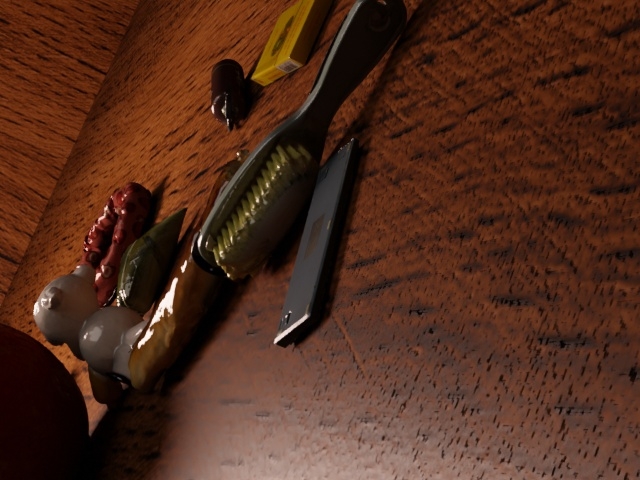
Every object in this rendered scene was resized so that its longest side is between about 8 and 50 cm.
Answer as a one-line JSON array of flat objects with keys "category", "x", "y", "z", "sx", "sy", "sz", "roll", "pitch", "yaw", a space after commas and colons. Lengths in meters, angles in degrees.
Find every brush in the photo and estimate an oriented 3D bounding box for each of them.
[{"category": "brush", "x": -0.013, "y": -0.075, "z": 1.134, "sx": 0.296, "sy": 0.068, "sz": 0.060, "roll": -57, "pitch": 33, "yaw": 18}]

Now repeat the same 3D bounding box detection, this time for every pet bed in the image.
[{"category": "pet bed", "x": -0.296, "y": 0.008, "z": 1.929, "sx": 0.201, "sy": 0.053, "sz": 0.201, "roll": -49, "pitch": 25, "yaw": 34}]

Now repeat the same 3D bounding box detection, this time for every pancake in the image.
[{"category": "pancake", "x": -0.117, "y": -0.002, "z": 1.353, "sx": 0.266, "sy": 0.057, "sz": 0.244, "roll": -54, "pitch": 18, "yaw": 36}]

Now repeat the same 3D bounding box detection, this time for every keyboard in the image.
[{"category": "keyboard", "x": -0.001, "y": -0.001, "z": 1.050, "sx": 0.055, "sy": 0.014, "sz": 0.176, "roll": -45, "pitch": 25, "yaw": 49}]

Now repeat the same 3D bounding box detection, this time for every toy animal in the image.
[{"category": "toy animal", "x": -0.235, "y": 0.117, "z": 1.473, "sx": 0.131, "sy": 0.182, "sz": 0.127, "roll": -61, "pitch": -26, "yaw": 1}]

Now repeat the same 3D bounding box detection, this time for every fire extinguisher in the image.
[{"category": "fire extinguisher", "x": -0.110, "y": -0.173, "z": 1.624, "sx": 0.158, "sy": 0.043, "sz": 0.064, "roll": -98, "pitch": 7, "yaw": -64}]

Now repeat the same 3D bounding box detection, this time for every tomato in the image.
[{"category": "tomato", "x": -0.355, "y": 0.187, "z": 1.504, "sx": 0.170, "sy": 0.309, "sz": 0.309, "roll": -32, "pitch": 11, "yaw": -12}]

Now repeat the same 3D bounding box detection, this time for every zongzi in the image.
[{"category": "zongzi", "x": -0.192, "y": 0.026, "z": 1.586, "sx": 0.113, "sy": 0.052, "sz": 0.104, "roll": -41, "pitch": 33, "yaw": 27}]

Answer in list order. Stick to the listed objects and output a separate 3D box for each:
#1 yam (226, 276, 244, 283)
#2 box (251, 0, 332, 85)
[{"category": "yam", "x": -0.052, "y": -0.030, "z": 1.233, "sx": 0.145, "sy": 0.032, "sz": 0.032, "roll": -64, "pitch": 15, "yaw": 5}, {"category": "box", "x": -0.032, "y": -0.220, "z": 1.481, "sx": 0.086, "sy": 0.023, "sz": 0.155, "roll": -69, "pitch": 16, "yaw": -8}]
